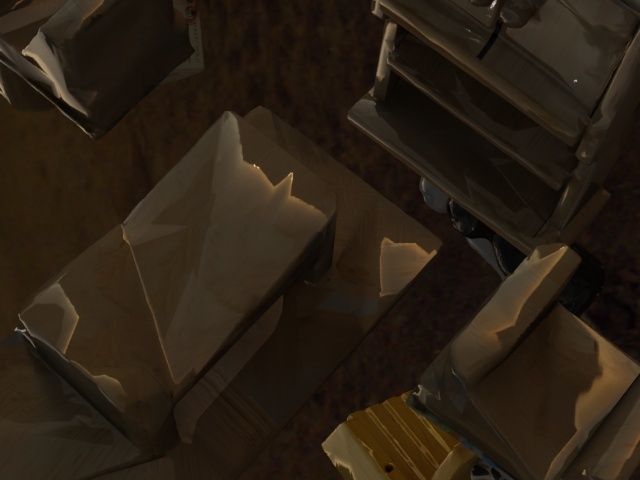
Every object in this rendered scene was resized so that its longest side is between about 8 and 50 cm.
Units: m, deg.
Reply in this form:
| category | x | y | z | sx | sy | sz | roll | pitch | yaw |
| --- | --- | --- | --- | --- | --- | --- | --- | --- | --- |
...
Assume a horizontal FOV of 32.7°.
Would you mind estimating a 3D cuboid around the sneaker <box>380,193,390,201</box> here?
| category | x | y | z | sx | sy | sz | roll | pitch | yaw |
| --- | --- | --- | --- | --- | --- | --- | --- | --- | --- |
| sneaker | 0.067 | -0.015 | 1.339 | 0.051 | 0.170 | 0.089 | 28 | 96 | 16 |

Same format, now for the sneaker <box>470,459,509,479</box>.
| category | x | y | z | sx | sy | sz | roll | pitch | yaw |
| --- | --- | --- | --- | --- | --- | --- | --- | --- | --- |
| sneaker | 0.262 | 0.377 | 1.492 | 0.170 | 0.068 | 0.071 | 50 | 148 | 16 |

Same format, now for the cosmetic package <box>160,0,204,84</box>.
| category | x | y | z | sx | sy | sz | roll | pitch | yaw |
| --- | --- | --- | --- | --- | --- | --- | --- | --- | --- |
| cosmetic package | -0.328 | -0.285 | 1.516 | 0.153 | 0.296 | 0.129 | -1 | 95 | 55 |

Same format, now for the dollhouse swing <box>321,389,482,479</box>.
| category | x | y | z | sx | sy | sz | roll | pitch | yaw |
| --- | --- | --- | --- | --- | --- | --- | --- | --- | --- |
| dollhouse swing | 0.229 | 0.263 | 1.710 | 0.315 | 0.347 | 0.305 | 49 | 145 | 39 |

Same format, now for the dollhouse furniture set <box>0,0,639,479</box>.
| category | x | y | z | sx | sy | sz | roll | pitch | yaw |
| --- | --- | --- | --- | --- | --- | --- | --- | --- | --- |
| dollhouse furniture set | 0.000 | 0.000 | 0.558 | 0.362 | 0.394 | 0.256 | 38 | 158 | 15 |

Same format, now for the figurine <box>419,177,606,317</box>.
| category | x | y | z | sx | sy | sz | roll | pitch | yaw |
| --- | --- | --- | --- | --- | --- | --- | --- | --- | --- |
| figurine | 0.202 | -0.017 | 1.265 | 0.092 | 0.209 | 0.215 | -49 | 16 | 4 |
